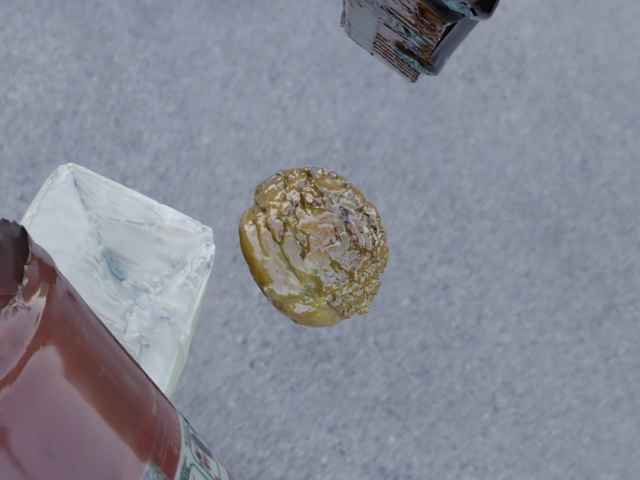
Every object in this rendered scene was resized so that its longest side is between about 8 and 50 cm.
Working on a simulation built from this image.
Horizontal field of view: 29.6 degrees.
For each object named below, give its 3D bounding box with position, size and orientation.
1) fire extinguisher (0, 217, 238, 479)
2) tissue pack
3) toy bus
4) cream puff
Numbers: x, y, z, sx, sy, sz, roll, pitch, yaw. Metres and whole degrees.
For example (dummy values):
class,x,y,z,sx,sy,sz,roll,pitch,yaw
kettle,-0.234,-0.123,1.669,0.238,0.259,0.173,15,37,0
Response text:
class,x,y,z,sx,sy,sz,roll,pitch,yaw
fire extinguisher,-0.020,0.139,0.399,0.337,0.147,0.106,54,20,-28
tissue pack,-0.282,0.153,1.275,0.207,0.380,0.297,25,50,-11
toy bus,0.071,-0.171,0.762,0.092,0.409,0.093,36,89,0
cream puff,0.000,0.000,1.142,0.150,0.115,0.165,-1,59,-55
